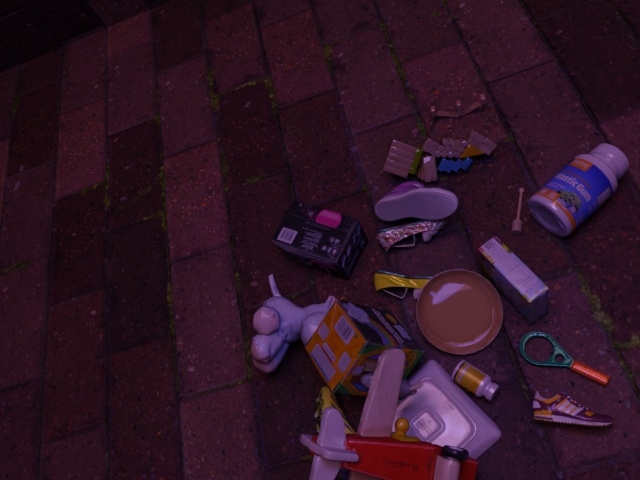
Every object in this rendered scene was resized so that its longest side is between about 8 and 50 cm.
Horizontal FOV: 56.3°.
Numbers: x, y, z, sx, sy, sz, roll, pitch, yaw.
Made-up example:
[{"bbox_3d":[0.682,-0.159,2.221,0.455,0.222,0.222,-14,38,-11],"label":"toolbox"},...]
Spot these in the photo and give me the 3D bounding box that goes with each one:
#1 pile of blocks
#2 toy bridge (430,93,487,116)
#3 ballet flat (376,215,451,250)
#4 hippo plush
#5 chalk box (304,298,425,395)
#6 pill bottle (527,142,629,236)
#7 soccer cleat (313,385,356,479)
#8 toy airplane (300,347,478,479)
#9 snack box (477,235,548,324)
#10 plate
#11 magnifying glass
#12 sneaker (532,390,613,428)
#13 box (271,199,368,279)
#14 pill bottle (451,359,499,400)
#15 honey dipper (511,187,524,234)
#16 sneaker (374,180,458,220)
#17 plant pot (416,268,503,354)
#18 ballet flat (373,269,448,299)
[{"bbox_3d":[0.384,-0.279,1.961,0.362,0.149,0.112,-5,17,7],"label":"pile of blocks"},{"bbox_3d":[0.472,-0.449,2.032,0.188,0.063,0.026,-10,59,16],"label":"toy bridge"},{"bbox_3d":[0.295,-0.024,1.859,0.241,0.091,0.077,-16,88,15],"label":"ballet flat"},{"bbox_3d":[-0.066,0.273,1.770,0.236,0.234,0.294,6,20,3],"label":"hippo plush"},{"bbox_3d":[0.140,0.300,1.621,0.179,0.289,0.180,-57,41,18],"label":"chalk box"},{"bbox_3d":[0.744,-0.151,1.715,0.272,0.152,0.152,-42,57,-6],"label":"pill bottle"},{"bbox_3d":[0.059,0.534,1.629,0.121,0.093,0.289,-3,51,-17],"label":"soccer cleat"},{"bbox_3d":[0.134,0.512,1.442,0.386,0.272,0.384,-33,89,-8],"label":"toy airplane"},{"bbox_3d":[0.525,0.110,1.632,0.070,0.174,0.207,-37,56,-2],"label":"snack box"},{"bbox_3d":[0.283,0.492,1.582,0.278,0.045,0.277,-40,56,-5],"label":"plate"},{"bbox_3d":[0.636,0.314,1.570,0.231,0.026,0.092,24,72,31],"label":"magnifying glass"},{"bbox_3d":[0.625,0.417,1.486,0.185,0.069,0.084,1,68,19],"label":"sneaker"},{"bbox_3d":[0.000,0.000,1.902,0.247,0.142,0.163,18,70,28],"label":"box"},{"bbox_3d":[0.412,0.374,1.589,0.116,0.065,0.065,30,75,31],"label":"pill bottle"},{"bbox_3d":[0.599,-0.092,1.809,0.030,0.030,0.160,3,60,21],"label":"honey dipper"},{"bbox_3d":[0.316,-0.142,1.849,0.282,0.102,0.161,1,31,41],"label":"sneaker"},{"bbox_3d":[0.388,0.199,1.678,0.236,0.032,0.236,-1,81,8],"label":"plant pot"},{"bbox_3d":[0.268,0.137,1.778,0.231,0.077,0.077,6,85,23],"label":"ballet flat"}]
